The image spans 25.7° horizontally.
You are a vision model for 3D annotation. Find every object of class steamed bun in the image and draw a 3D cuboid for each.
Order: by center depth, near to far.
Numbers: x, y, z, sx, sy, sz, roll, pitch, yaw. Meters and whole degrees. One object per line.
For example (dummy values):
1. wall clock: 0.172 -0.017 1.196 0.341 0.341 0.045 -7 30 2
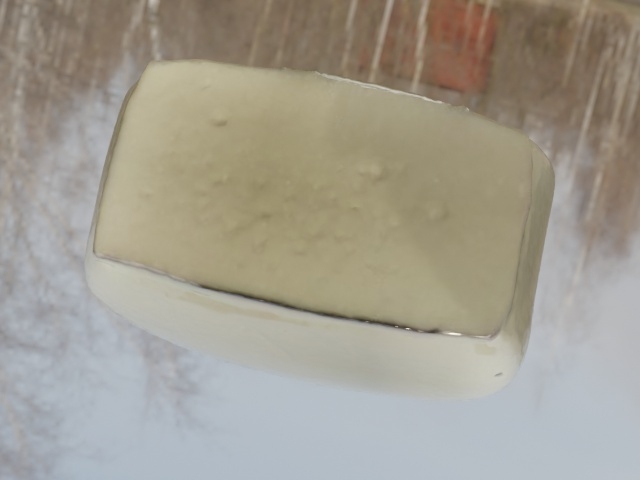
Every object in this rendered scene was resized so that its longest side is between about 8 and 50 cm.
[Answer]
1. steamed bun: 0.000 0.000 0.773 0.242 0.146 0.164 11 163 7
